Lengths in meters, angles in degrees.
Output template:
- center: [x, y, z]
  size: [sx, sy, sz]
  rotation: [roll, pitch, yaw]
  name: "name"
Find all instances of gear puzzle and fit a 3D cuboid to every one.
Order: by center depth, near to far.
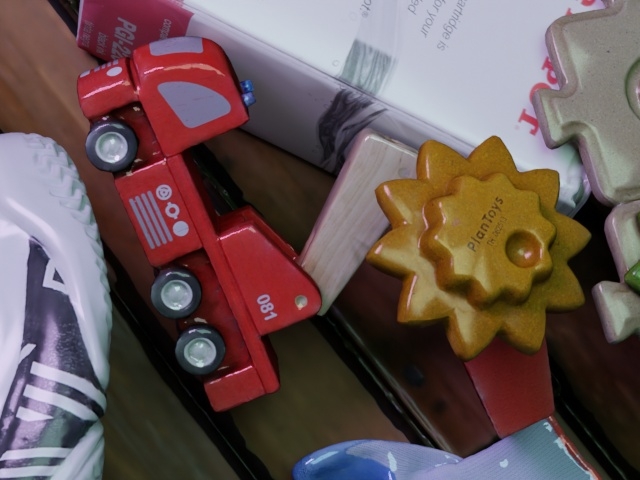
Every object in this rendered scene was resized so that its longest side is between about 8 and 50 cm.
- center: [0.175, -0.034, 0.765]
  size: [0.339, 0.044, 0.175]
  rotation: [-11, 76, -18]
  name: "gear puzzle"

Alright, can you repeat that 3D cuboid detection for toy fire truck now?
- center: [0.000, 0.000, 0.775]
  size: [0.135, 0.047, 0.192]
  rotation: [-22, 104, 2]
  name: "toy fire truck"

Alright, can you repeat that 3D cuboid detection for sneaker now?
- center: [-0.190, 0.124, 0.681]
  size: [0.210, 0.137, 0.365]
  rotation: [9, 73, -11]
  name: "sneaker"

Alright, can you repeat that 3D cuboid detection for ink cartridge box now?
- center: [0.030, -0.111, 0.832]
  size: [0.218, 0.092, 0.158]
  rotation: [26, 68, 0]
  name: "ink cartridge box"

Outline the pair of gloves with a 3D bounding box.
- center: [0.067, 0.156, 0.782]
  size: [0.159, 0.023, 0.198]
  rotation: [-29, 79, -19]
  name: "pair of gloves"
